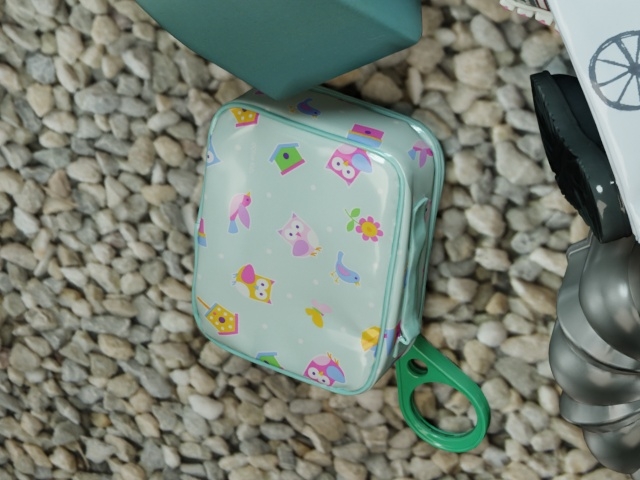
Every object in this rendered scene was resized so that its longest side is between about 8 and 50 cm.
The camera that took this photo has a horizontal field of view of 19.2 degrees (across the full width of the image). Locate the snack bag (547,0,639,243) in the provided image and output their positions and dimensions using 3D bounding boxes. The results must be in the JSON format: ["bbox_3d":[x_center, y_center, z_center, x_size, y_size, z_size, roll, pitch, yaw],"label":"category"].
[{"bbox_3d":[0.325,-0.202,1.383,0.323,0.037,0.343,-24,108,2],"label":"snack bag"}]

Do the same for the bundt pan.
[{"bbox_3d":[0.347,0.114,1.665,0.330,0.124,0.331,15,128,20],"label":"bundt pan"}]

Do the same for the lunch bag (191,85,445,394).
[{"bbox_3d":[0.000,0.000,1.770,0.224,0.108,0.279,18,122,18],"label":"lunch bag"}]

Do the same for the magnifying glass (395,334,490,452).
[{"bbox_3d":[0.094,0.115,1.876,0.092,0.026,0.231,-15,116,36],"label":"magnifying glass"}]

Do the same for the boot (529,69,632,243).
[{"bbox_3d":[0.295,-0.091,1.548,0.207,0.246,0.094,-16,117,-2],"label":"boot"}]

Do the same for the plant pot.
[{"bbox_3d":[-0.056,-0.246,1.525,0.165,0.165,0.234,-19,153,37],"label":"plant pot"}]

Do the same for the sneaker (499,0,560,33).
[{"bbox_3d":[0.202,-0.214,1.550,0.170,0.063,0.075,31,133,0],"label":"sneaker"}]
